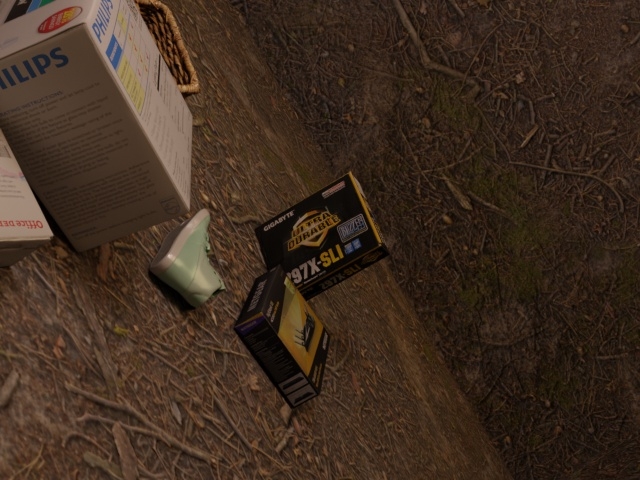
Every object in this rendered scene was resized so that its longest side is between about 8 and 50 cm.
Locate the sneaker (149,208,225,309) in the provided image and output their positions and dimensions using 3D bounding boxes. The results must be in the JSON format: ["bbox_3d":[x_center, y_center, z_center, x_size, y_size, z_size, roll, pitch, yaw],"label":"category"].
[{"bbox_3d":[-0.258,0.043,1.665,0.151,0.094,0.256,48,27,-17],"label":"sneaker"}]

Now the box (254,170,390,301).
[{"bbox_3d":[0.000,0.000,2.162,0.079,0.322,0.257,40,25,-56],"label":"box"}]

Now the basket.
[{"bbox_3d":[-0.436,-0.415,1.728,0.213,0.223,0.299,35,29,-58],"label":"basket"}]

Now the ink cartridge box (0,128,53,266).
[{"bbox_3d":[-0.493,-0.071,1.113,0.212,0.093,0.154,60,15,7],"label":"ink cartridge box"}]

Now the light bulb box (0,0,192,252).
[{"bbox_3d":[-0.395,-0.244,1.374,0.358,0.225,0.361,-102,170,-53],"label":"light bulb box"}]

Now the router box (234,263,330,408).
[{"bbox_3d":[-0.083,0.223,1.921,0.243,0.081,0.309,56,15,-13],"label":"router box"}]
